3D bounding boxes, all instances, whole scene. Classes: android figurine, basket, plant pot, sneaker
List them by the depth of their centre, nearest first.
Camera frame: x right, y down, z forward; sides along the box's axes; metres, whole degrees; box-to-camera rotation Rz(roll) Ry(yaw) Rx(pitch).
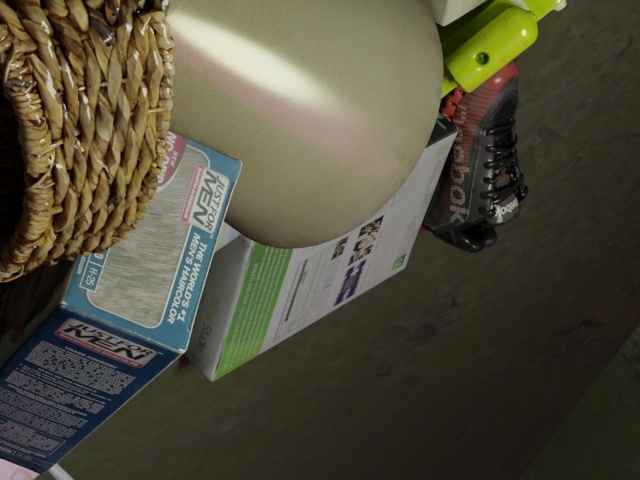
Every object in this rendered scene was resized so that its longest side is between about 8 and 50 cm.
[{"bbox_3d":[-0.236,-0.094,1.268,0.223,0.213,0.299,-13,153,-23],"label":"basket"},{"bbox_3d":[-0.081,-0.153,1.550,0.256,0.256,0.274,-52,141,10],"label":"plant pot"},{"bbox_3d":[0.172,-0.221,1.950,0.273,0.056,0.248,-37,-169,11],"label":"android figurine"},{"bbox_3d":[0.185,-0.094,2.215,0.098,0.135,0.276,-26,148,-38],"label":"sneaker"}]

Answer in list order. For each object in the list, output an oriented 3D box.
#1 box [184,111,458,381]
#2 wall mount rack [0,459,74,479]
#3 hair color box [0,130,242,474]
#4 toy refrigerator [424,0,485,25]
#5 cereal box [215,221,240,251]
[{"bbox_3d":[0.000,0.000,2.140,0.322,0.058,0.232,-30,151,-39],"label":"box"},{"bbox_3d":[-0.362,0.227,1.785,0.350,0.130,0.304,-45,124,-10],"label":"wall mount rack"},{"bbox_3d":[-0.192,0.052,1.573,0.347,0.105,0.174,-40,-150,56],"label":"hair color box"},{"bbox_3d":[0.129,-0.335,1.773,0.094,0.102,0.269,-34,153,-31],"label":"toy refrigerator"},{"bbox_3d":[-0.153,-0.020,1.843,0.240,0.047,0.173,-35,154,-28],"label":"cereal box"}]
